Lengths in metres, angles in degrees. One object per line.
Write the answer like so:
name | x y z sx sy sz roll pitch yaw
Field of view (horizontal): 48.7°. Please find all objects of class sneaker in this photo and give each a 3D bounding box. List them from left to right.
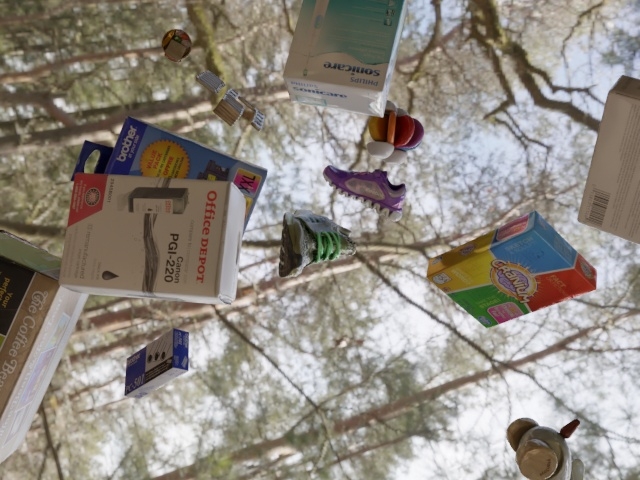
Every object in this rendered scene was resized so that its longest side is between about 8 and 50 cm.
sneaker | 0.000 0.000 1.814 0.410 0.182 0.157 -58 152 -75
sneaker | 0.123 -0.147 1.827 0.104 0.237 0.095 -62 -177 25

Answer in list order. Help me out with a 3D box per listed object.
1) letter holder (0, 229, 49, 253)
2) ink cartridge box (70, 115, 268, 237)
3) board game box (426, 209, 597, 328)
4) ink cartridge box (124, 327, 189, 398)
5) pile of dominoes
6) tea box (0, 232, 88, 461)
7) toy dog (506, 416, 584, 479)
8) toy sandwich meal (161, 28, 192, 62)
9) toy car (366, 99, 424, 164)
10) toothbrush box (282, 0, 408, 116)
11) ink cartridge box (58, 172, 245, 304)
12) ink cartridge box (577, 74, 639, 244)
letter holder | -0.708 0.104 1.379 0.214 0.302 0.151 76 -1 -74
ink cartridge box | -0.348 -0.108 1.602 0.151 0.396 0.269 -131 -118 -83
board game box | 0.452 0.079 1.693 0.317 0.242 0.064 -30 -150 42
ink cartridge box | -0.378 0.286 1.629 0.207 0.046 0.097 -32 -130 37
pile of dominoes | -0.228 -0.339 1.754 0.196 0.040 0.251 39 12 -13
tea box | -0.574 0.142 1.074 0.220 0.324 0.328 179 -64 -86
toy dog | 0.542 0.511 1.541 0.333 0.161 0.220 53 11 -30
toy sandwich meal | -0.368 -0.500 1.810 0.029 0.086 0.085 -156 -125 -70
toy car | 0.215 -0.297 1.941 0.136 0.182 0.159 1 -98 34
toothbrush box | 0.062 -0.438 1.533 0.126 0.217 0.295 71 31 -72
ink cartridge box | -0.220 -0.001 0.948 0.092 0.218 0.158 70 24 -79
ink cartridge box | 0.590 -0.104 1.187 0.261 0.066 0.296 27 -36 28
